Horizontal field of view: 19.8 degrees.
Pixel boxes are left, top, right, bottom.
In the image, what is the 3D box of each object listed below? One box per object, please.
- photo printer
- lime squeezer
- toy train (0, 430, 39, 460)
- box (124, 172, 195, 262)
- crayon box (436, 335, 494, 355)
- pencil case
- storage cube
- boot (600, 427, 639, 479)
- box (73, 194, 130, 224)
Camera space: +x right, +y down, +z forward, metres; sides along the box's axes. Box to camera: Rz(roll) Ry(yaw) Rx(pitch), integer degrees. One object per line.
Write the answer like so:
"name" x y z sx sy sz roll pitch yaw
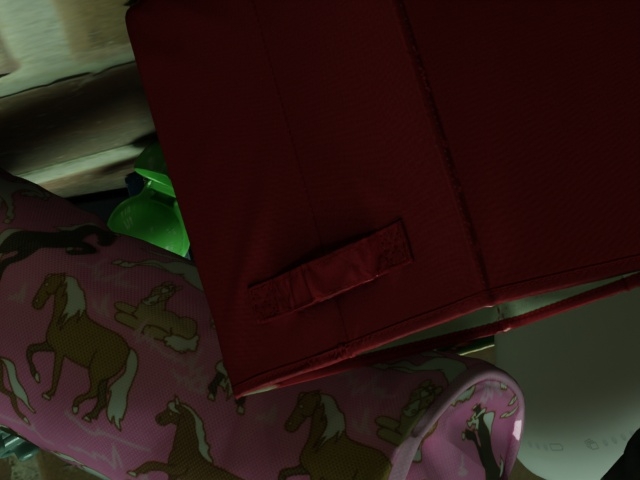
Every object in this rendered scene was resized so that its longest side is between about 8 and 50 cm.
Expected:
"photo printer" 0.206 0.001 1.138 0.107 0.307 0.256 9 162 -27
"lime squeezer" -0.104 0.002 1.189 0.059 0.110 0.310 8 147 -19
"toy train" -0.271 0.105 1.642 0.190 0.142 0.334 -29 170 6
"box" -0.034 0.019 1.344 0.044 0.159 0.233 -21 172 34
"crayon box" 0.164 -0.018 1.396 0.202 0.081 0.318 -17 -164 4
"pencil case" -0.079 0.081 1.019 0.386 0.160 0.167 20 -151 28
"storage cube" 0.055 -0.054 0.840 0.215 0.193 0.183 -12 172 -40
"boot" 0.318 -0.040 0.801 0.445 0.146 0.367 -58 164 14
"box" -0.221 0.043 1.342 0.261 0.103 0.184 -11 174 -36
